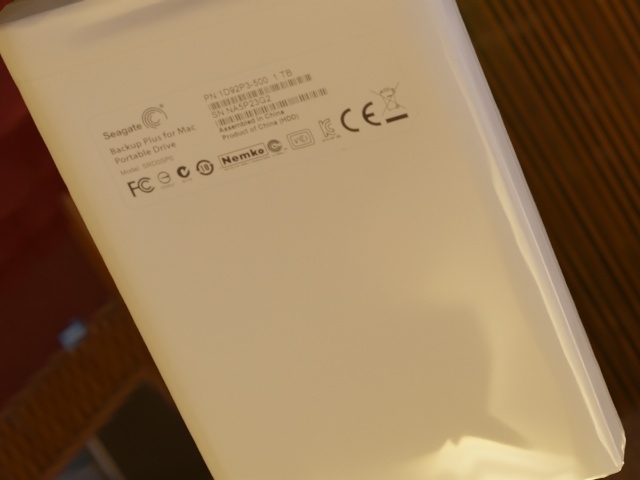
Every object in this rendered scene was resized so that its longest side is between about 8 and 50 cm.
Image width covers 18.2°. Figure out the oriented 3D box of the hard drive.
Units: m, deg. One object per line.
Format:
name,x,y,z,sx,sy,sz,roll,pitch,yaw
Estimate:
hard drive,0.000,0.000,0.942,0.203,0.307,0.040,-15,-153,19
